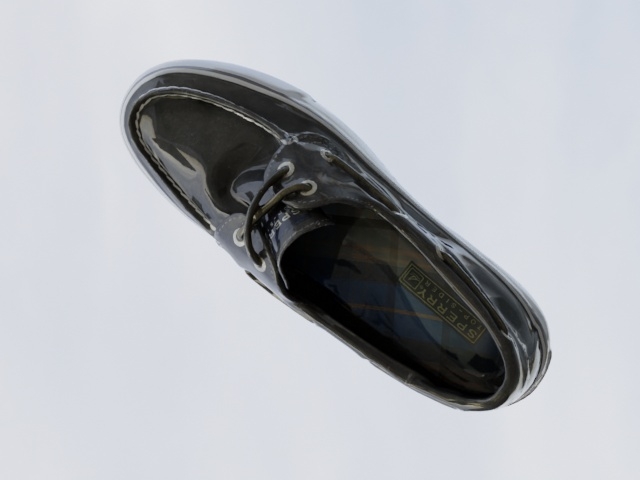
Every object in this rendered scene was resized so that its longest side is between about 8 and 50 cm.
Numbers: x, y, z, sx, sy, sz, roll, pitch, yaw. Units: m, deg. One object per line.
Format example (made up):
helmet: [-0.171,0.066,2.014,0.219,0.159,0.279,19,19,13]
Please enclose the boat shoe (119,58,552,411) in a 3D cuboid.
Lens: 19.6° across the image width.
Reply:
boat shoe: [0.000,0.000,0.813,0.228,0.080,0.076,40,-165,5]
